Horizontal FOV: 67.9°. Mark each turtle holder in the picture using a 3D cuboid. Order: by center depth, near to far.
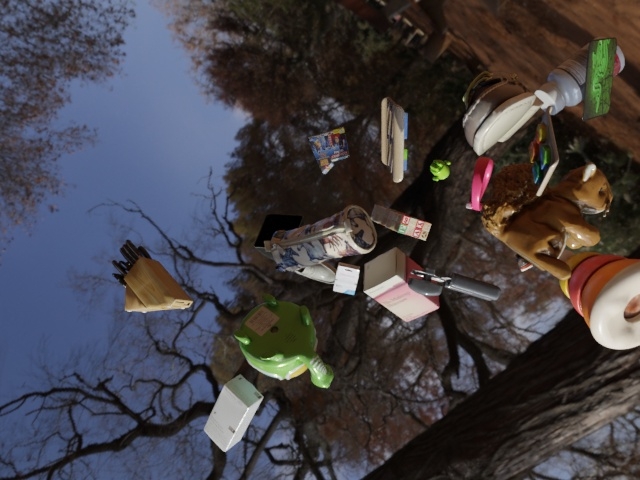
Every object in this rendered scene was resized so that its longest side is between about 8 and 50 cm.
[{"bbox_3d":[-0.101,0.336,1.549,0.228,0.320,0.243,76,-158,-45],"label":"turtle holder"}]

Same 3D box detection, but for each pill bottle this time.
[{"bbox_3d":[1.065,-0.674,1.976,0.176,0.318,0.176,52,-174,-8],"label":"pill bottle"}]

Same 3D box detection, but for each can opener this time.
[{"bbox_3d":[0.411,0.151,1.484,0.283,0.095,0.076,17,170,-1],"label":"can opener"}]

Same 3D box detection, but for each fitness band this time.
[{"bbox_3d":[0.635,-0.226,1.893,0.054,0.209,0.291,14,-170,22],"label":"fitness band"}]

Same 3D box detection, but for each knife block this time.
[{"bbox_3d":[-0.552,0.108,1.548,0.088,0.275,0.242,23,-118,-64],"label":"knife block"}]

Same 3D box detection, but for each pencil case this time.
[{"bbox_3d":[0.000,0.000,1.619,0.183,0.410,0.160,-6,-98,-46],"label":"pencil case"}]

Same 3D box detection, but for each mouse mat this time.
[{"bbox_3d":[0.696,-0.402,1.185,0.152,0.190,0.007,-21,-156,-34],"label":"mouse mat"}]

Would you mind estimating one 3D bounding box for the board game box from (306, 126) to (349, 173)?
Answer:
[{"bbox_3d":[0.046,-0.434,2.333,0.060,0.194,0.194,5,-105,-72],"label":"board game box"}]

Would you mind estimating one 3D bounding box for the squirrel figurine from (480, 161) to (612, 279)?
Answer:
[{"bbox_3d":[0.769,-0.122,1.622,0.397,0.371,0.281,37,-170,13],"label":"squirrel figurine"}]

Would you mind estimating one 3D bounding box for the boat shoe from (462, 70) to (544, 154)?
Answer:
[{"bbox_3d":[0.283,-0.219,0.772,0.097,0.117,0.324,48,-146,9],"label":"boat shoe"}]

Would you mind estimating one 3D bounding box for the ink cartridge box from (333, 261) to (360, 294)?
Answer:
[{"bbox_3d":[0.123,0.166,2.202,0.104,0.180,0.060,12,-135,3],"label":"ink cartridge box"}]

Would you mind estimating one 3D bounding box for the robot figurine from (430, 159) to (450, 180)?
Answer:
[{"bbox_3d":[0.526,-0.312,2.093,0.067,0.101,0.115,36,-175,38],"label":"robot figurine"}]

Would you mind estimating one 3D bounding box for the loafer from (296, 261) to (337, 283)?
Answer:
[{"bbox_3d":[-0.060,0.132,2.307,0.319,0.112,0.111,21,-164,1],"label":"loafer"}]

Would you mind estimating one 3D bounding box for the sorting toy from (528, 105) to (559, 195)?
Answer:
[{"bbox_3d":[0.669,-0.267,1.438,0.193,0.038,0.208,65,-152,-65],"label":"sorting toy"}]

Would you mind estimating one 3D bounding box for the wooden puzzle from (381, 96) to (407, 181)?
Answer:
[{"bbox_3d":[0.337,-0.457,2.111,0.080,0.322,0.348,-4,-157,-1],"label":"wooden puzzle"}]

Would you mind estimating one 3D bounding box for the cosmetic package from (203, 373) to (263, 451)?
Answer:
[{"bbox_3d":[-0.290,0.571,1.572,0.117,0.231,0.085,36,-152,21],"label":"cosmetic package"}]

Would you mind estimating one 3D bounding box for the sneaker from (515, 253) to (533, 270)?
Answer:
[{"bbox_3d":[0.786,0.071,1.838,0.065,0.061,0.158,59,-161,5],"label":"sneaker"}]

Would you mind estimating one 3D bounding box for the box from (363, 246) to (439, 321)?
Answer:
[{"bbox_3d":[0.277,0.155,1.628,0.232,0.148,0.127,36,-139,-27],"label":"box"}]

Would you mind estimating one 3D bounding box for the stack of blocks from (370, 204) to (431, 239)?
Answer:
[{"bbox_3d":[0.400,-0.097,2.409,0.171,0.087,0.297,14,-171,-25],"label":"stack of blocks"}]

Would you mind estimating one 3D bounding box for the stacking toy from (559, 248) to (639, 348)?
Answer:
[{"bbox_3d":[1.045,0.149,1.822,0.350,0.351,0.480,31,-167,-25],"label":"stacking toy"}]

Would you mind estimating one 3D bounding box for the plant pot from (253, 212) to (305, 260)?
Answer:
[{"bbox_3d":[-0.161,0.003,2.157,0.167,0.188,0.188,62,-142,-51],"label":"plant pot"}]
